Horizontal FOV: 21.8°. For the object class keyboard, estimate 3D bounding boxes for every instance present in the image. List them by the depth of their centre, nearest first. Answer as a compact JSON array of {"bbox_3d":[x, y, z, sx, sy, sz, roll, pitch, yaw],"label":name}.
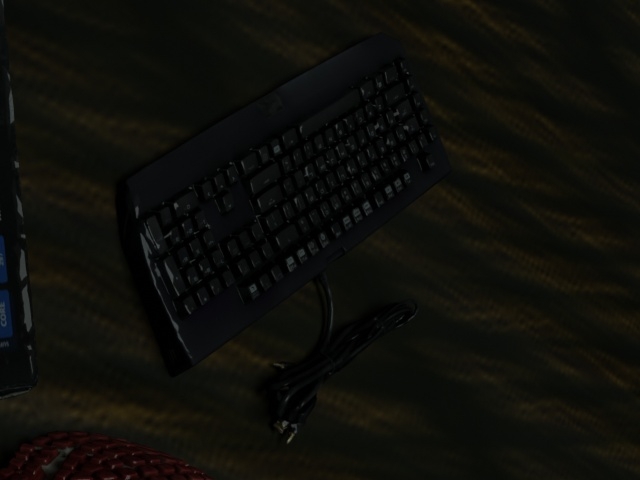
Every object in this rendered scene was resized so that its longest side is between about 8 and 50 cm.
[{"bbox_3d":[0.000,0.000,1.071,0.317,0.033,0.201,-36,113,-48],"label":"keyboard"}]

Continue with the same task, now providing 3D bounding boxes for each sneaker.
[{"bbox_3d":[-0.139,0.157,0.839,0.225,0.088,0.093,-11,114,-52],"label":"sneaker"}]

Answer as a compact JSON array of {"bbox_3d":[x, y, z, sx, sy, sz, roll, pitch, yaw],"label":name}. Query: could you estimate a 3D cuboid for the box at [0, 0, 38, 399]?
[{"bbox_3d":[-0.227,-0.092,0.606,0.079,0.257,0.322,-4,88,-53],"label":"box"}]
